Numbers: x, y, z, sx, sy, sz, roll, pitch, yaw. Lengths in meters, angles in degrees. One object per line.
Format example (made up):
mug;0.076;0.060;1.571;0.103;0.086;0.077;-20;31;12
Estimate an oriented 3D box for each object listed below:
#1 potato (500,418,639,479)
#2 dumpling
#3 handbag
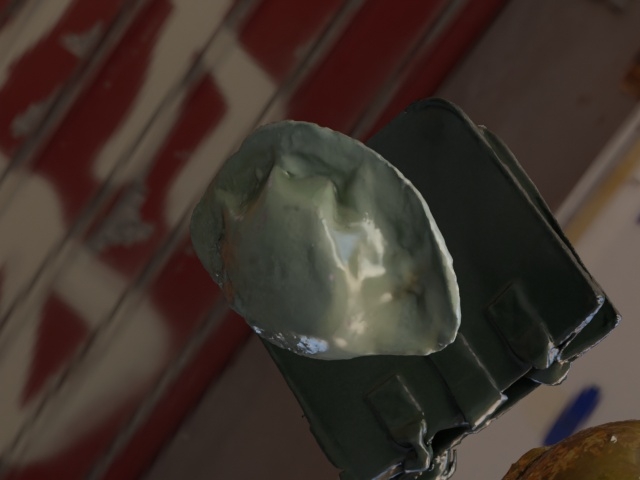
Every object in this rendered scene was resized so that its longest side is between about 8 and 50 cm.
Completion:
potato;0.303;0.272;1.619;0.290;0.397;0.296;46;-47;25
dumpling;-0.006;0.013;1.222;0.219;0.153;0.108;13;-136;27
handbag;0.079;0.045;1.432;0.247;0.079;0.260;-39;-124;10
